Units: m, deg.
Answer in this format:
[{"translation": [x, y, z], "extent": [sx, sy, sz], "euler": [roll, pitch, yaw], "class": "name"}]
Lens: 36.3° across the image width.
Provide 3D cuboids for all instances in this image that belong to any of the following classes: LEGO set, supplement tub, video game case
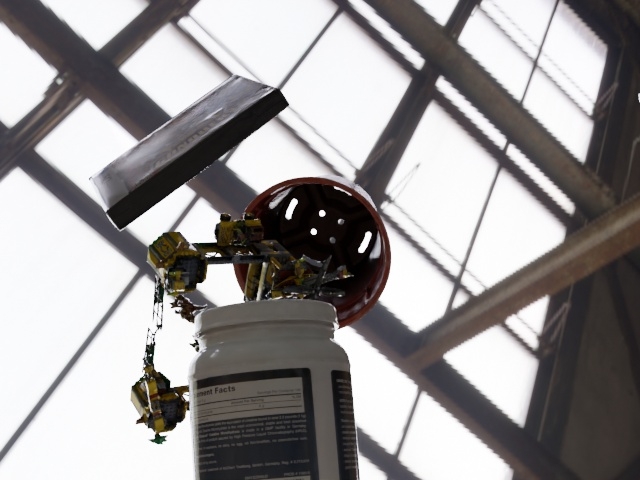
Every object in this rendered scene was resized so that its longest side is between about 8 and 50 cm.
[{"translation": [-0.113, 0.148, 1.298], "extent": [0.255, 0.192, 0.331], "euler": [6, -69, -33], "class": "LEGO set"}, {"translation": [-0.054, 0.217, 1.122], "extent": [0.191, 0.272, 0.191], "euler": [-4, -14, -1], "class": "supplement tub"}, {"translation": [-0.192, -0.133, 1.356], "extent": [0.275, 0.248, 0.035], "euler": [-37, -68, -6], "class": "video game case"}]

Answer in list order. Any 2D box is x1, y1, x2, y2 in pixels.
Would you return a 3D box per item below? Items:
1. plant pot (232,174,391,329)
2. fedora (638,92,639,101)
[{"translation": [0.000, 0.000, 1.767], "extent": [0.273, 0.265, 0.272], "euler": [1, -78, 7], "class": "plant pot"}, {"translation": [0.417, -0.053, 0.890], "extent": [0.124, 0.243, 0.275], "euler": [-34, -62, 9], "class": "fedora"}]
